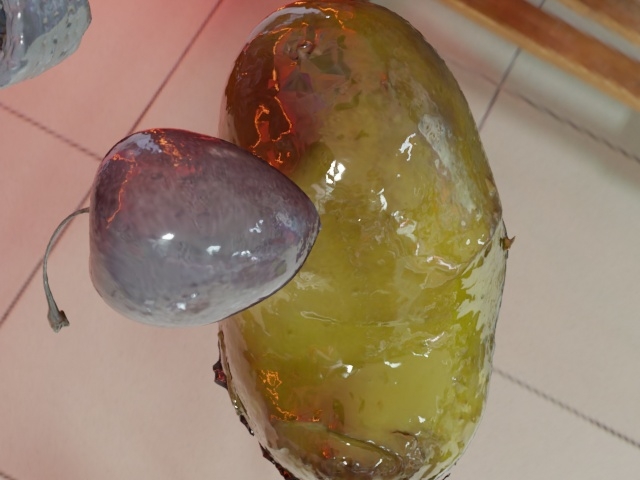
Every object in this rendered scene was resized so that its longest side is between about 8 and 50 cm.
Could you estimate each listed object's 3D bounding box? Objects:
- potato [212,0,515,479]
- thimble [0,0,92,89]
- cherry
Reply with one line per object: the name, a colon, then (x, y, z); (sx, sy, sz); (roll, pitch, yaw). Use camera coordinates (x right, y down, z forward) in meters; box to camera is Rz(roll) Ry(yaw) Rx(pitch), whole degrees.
potato: (0.000, 0.000, 1.000); (0.290, 0.296, 0.397); (12, 75, 19)
thimble: (-0.294, -0.223, 1.119); (0.127, 0.151, 0.118); (22, 31, 16)
cherry: (-0.080, 0.012, 0.737); (0.148, 0.188, 0.115); (-19, 55, -25)
